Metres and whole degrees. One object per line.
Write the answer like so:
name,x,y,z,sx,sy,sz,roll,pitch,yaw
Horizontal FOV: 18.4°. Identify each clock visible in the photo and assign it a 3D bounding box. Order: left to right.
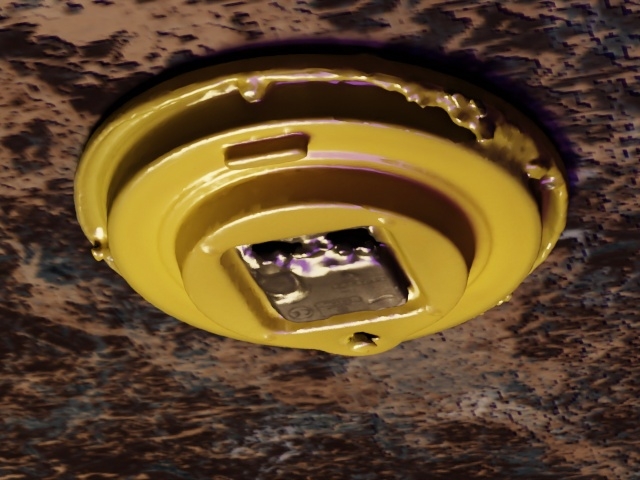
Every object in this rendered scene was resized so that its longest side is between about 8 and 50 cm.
clock,0.000,0.000,0.913,0.237,0.057,0.237,1,148,0
